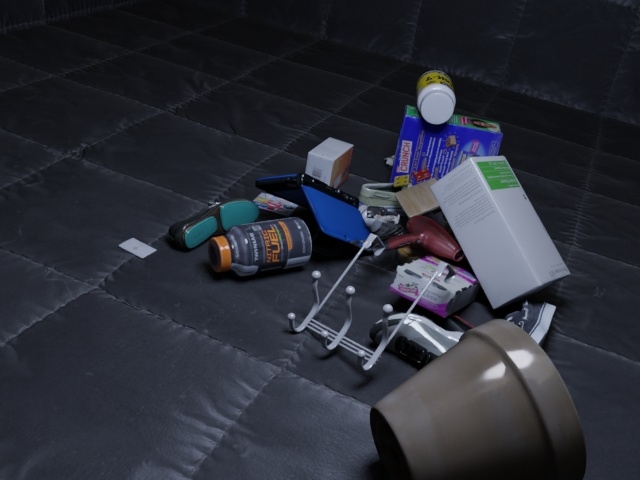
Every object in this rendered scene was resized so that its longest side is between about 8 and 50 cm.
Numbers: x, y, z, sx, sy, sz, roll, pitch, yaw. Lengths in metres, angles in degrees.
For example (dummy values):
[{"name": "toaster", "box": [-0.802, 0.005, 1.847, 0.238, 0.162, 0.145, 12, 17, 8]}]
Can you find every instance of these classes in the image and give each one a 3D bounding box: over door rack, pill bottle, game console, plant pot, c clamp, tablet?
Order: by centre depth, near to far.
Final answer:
[{"name": "plant pot", "box": [0.252, 0.335, 1.238, 0.280, 0.323, 0.323, -18, 38, -15]}, {"name": "over door rack", "box": [0.107, 0.113, 1.574, 0.239, 0.108, 0.324, 24, 58, 41]}, {"name": "pill bottle", "box": [-0.156, 0.019, 1.768, 0.245, 0.131, 0.130, -10, 36, -30]}, {"name": "tablet", "box": [-0.467, 0.019, 1.793, 0.083, 0.006, 0.054, 24, 33, 22]}, {"name": "game console", "box": [-0.009, -0.066, 1.935, 0.250, 0.174, 0.293, -3, -14, 34]}, {"name": "c clamp", "box": [0.000, 0.000, 1.952, 0.137, 0.022, 0.161, 21, 31, 15]}, {"name": "pill bottle", "box": [0.123, -0.074, 2.071, 0.067, 0.067, 0.120, -19, 42, -40]}, {"name": "pill bottle", "box": [0.360, -0.445, 2.190, 0.119, 0.119, 0.209, 10, 31, -1]}]

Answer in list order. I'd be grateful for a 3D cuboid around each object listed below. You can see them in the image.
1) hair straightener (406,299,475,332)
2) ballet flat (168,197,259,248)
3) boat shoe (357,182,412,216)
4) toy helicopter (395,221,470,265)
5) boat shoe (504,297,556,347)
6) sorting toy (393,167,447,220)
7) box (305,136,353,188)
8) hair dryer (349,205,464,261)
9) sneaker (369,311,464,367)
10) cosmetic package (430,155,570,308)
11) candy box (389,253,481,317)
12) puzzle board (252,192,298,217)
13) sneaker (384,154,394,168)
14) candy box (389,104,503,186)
[{"name": "hair straightener", "box": [0.284, 0.191, 1.697, 0.089, 0.047, 0.230, -13, 38, -35]}, {"name": "ballet flat", "box": [-0.294, -0.059, 1.898, 0.096, 0.095, 0.280, 19, 29, 37]}, {"name": "boat shoe", "box": [0.249, -0.135, 2.185, 0.302, 0.094, 0.109, -10, 36, -30]}, {"name": "toy helicopter", "box": [0.386, 0.024, 1.969, 0.354, 0.140, 0.235, -11, 44, -14]}, {"name": "boat shoe", "box": [0.480, 0.216, 1.661, 0.102, 0.108, 0.301, 22, 30, 19]}, {"name": "sorting toy", "box": [0.299, -0.116, 2.061, 0.132, 0.046, 0.275, -22, 38, -1]}, {"name": "box", "box": [0.026, -0.238, 2.253, 0.090, 0.130, 0.170, 20, 32, 17]}, {"name": "hair dryer", "box": [0.235, 0.005, 1.859, 0.293, 0.080, 0.224, 10, 37, 12]}, {"name": "sneaker", "box": [0.238, 0.241, 1.554, 0.271, 0.100, 0.108, 16, 40, 12]}, {"name": "cosmetic package", "box": [0.465, -0.026, 1.822, 0.196, 0.155, 0.366, -11, 69, -49]}, {"name": "candy box", "box": [0.295, 0.110, 1.761, 0.159, 0.071, 0.233, 27, 18, 25]}, {"name": "puzzle board", "box": [-0.137, -0.110, 2.105, 0.128, 0.011, 0.096, 18, 31, 11]}, {"name": "sneaker", "box": [0.256, -0.262, 2.464, 0.043, 0.040, 0.109, -13, 31, -7]}, {"name": "candy box", "box": [0.402, -0.273, 2.292, 0.316, 0.268, 0.122, 11, 27, 1]}]
